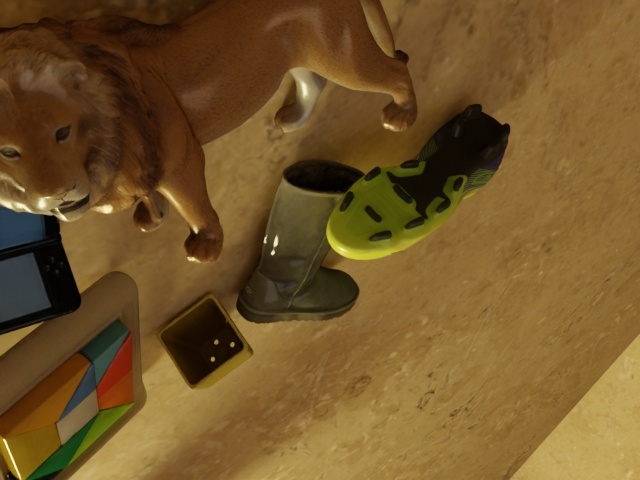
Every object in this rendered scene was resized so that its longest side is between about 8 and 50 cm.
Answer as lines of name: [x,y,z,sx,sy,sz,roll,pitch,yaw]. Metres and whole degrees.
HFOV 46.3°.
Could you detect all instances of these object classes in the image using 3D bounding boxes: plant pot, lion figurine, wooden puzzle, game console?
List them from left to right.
game console: [-0.267,0.019,0.615,0.122,0.107,0.071,-17,171,-29]
wooden puzzle: [-0.261,0.173,0.769,0.221,0.044,0.239,-44,155,-36]
plant pot: [-0.127,0.125,0.882,0.081,0.081,0.083,-37,160,-1]
lion figurine: [-0.076,-0.128,0.582,0.392,0.142,0.240,-42,143,-21]

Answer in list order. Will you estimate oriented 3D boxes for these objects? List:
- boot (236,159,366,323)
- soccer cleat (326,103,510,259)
boot: [0.002,0.001,0.868,0.189,0.076,0.208,-9,131,-41]
soccer cleat: [0.111,-0.047,0.824,0.289,0.093,0.121,-38,161,-36]
